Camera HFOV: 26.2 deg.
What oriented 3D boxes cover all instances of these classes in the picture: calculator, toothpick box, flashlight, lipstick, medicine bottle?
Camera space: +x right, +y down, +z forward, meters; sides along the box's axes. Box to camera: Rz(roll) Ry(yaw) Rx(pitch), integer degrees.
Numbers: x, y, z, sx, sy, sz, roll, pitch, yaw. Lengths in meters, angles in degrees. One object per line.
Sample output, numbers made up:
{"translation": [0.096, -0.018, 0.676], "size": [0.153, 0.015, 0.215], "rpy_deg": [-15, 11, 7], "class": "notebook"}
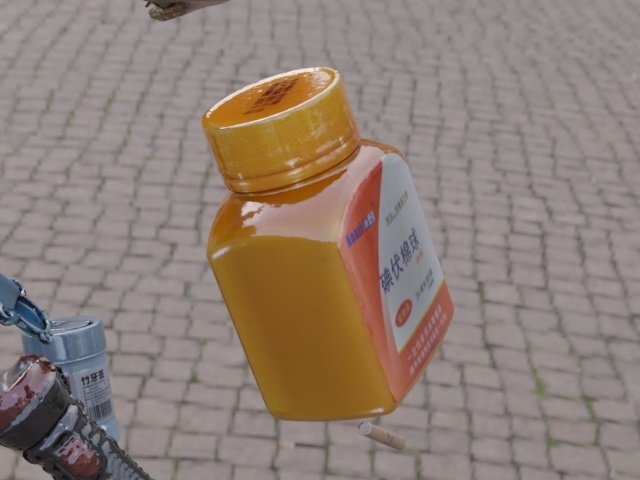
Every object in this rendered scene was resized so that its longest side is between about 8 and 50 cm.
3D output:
{"translation": [-0.318, 0.051, 1.351], "size": [0.141, 0.019, 0.094], "rpy_deg": [40, 12, -16], "class": "calculator"}
{"translation": [-0.303, 0.177, 1.673], "size": [0.101, 0.153, 0.101], "rpy_deg": [-8, 9, 1], "class": "toothpick box"}
{"translation": [-0.215, 0.210, 1.279], "size": [0.093, 0.232, 0.093], "rpy_deg": [-38, 17, 14], "class": "flashlight"}
{"translation": [0.077, 0.243, 1.705], "size": [0.019, 0.019, 0.094], "rpy_deg": [26, -3, 37], "class": "lipstick"}
{"translation": [0.001, 0.000, 0.965], "size": [0.112, 0.222, 0.149], "rpy_deg": [-7, 24, 29], "class": "medicine bottle"}

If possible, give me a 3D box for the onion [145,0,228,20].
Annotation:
{"translation": [-0.175, -0.382, 1.809], "size": [0.248, 0.161, 0.248], "rpy_deg": [-15, 14, 4], "class": "onion"}
